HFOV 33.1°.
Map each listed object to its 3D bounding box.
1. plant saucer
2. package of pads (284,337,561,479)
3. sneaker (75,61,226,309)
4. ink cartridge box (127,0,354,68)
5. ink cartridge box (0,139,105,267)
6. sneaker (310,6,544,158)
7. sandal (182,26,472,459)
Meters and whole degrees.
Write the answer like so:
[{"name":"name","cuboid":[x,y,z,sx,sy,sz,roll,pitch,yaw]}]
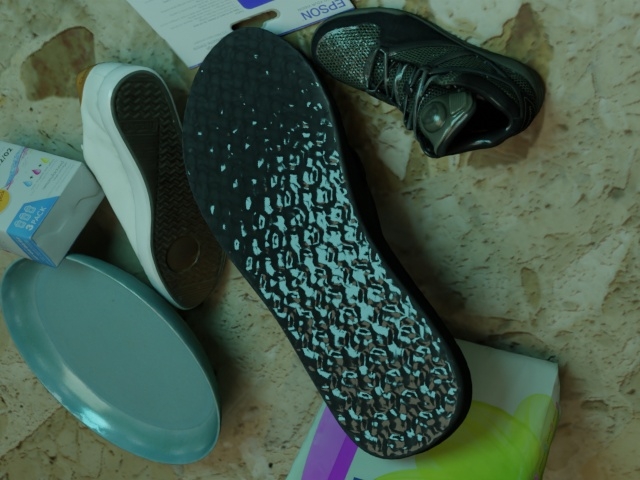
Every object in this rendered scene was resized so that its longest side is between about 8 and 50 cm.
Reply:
[{"name":"plant saucer","cuboid":[-0.240,0.133,1.263,0.317,0.044,0.318,20,135,22]},{"name":"package of pads","cuboid":[0.106,0.216,1.061,0.229,0.297,0.101,13,131,14]},{"name":"sneaker","cuboid":[-0.186,-0.064,1.173,0.123,0.106,0.290,22,134,47]},{"name":"ink cartridge box","cuboid":[-0.102,-0.269,1.026,0.206,0.045,0.208,-14,141,27]},{"name":"ink cartridge box","cuboid":[-0.341,-0.047,1.191,0.181,0.104,0.062,15,153,30]},{"name":"sneaker","cuboid":[0.085,-0.147,0.990,0.227,0.130,0.087,24,119,11]},{"name":"sandal","cuboid":[-0.001,0.002,1.050,0.167,0.107,0.446,-29,77,16]}]
